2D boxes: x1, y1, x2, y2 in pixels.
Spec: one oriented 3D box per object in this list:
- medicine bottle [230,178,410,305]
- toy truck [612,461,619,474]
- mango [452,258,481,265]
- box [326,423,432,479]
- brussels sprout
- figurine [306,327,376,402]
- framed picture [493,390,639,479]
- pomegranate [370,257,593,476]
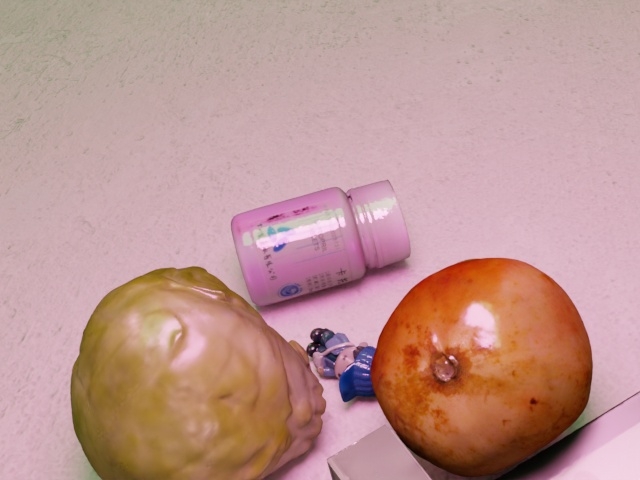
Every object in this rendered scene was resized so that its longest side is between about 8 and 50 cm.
[{"bbox_3d":[0.000,0.000,1.291,0.254,0.152,0.152,-15,39,-1],"label":"medicine bottle"},{"bbox_3d":[0.410,0.285,0.904,0.201,0.074,0.088,14,56,29],"label":"toy truck"},{"bbox_3d":[0.197,0.102,1.157,0.195,0.098,0.137,-38,49,-19],"label":"mango"},{"bbox_3d":[0.106,0.325,0.892,0.086,0.129,0.225,-26,41,-16],"label":"box"},{"bbox_3d":[-0.163,0.193,1.039,0.274,0.316,0.242,-52,18,-15],"label":"brussels sprout"},{"bbox_3d":[0.041,0.169,1.157,0.079,0.077,0.136,9,13,-27],"label":"figurine"},{"bbox_3d":[0.345,0.296,0.862,0.347,0.016,0.265,-32,49,-1],"label":"framed picture"},{"bbox_3d":[0.198,0.143,0.991,0.229,0.252,0.270,51,26,21],"label":"pomegranate"}]
